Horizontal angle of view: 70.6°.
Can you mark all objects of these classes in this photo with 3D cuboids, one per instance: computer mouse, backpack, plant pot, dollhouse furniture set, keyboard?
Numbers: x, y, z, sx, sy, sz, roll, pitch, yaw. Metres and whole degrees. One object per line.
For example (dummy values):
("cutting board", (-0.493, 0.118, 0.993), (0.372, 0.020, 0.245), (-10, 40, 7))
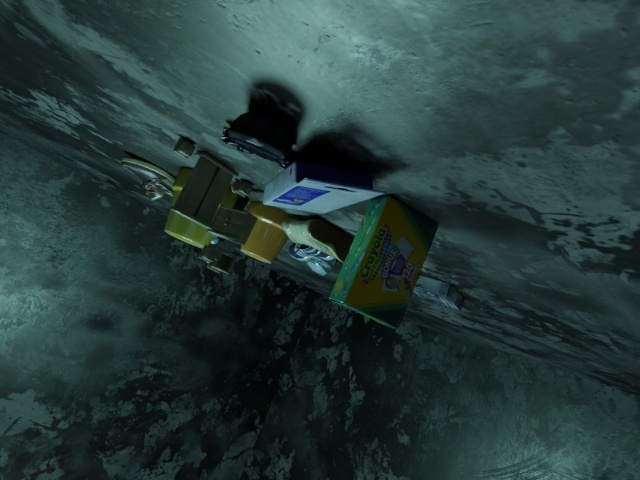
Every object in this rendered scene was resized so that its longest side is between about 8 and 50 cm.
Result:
("computer mouse", (-0.124, -0.218, 0.944), (0.189, 0.072, 0.272), (22, -178, -8))
("backpack", (0.006, 0.090, 2.035), (0.152, 0.115, 0.182), (26, 166, -5))
("plant pot", (-0.454, -0.107, 1.687), (0.254, 0.238, 0.254), (22, 168, 5))
("dollhouse furniture set", (-0.397, -0.101, 1.427), (0.174, 0.303, 0.356), (14, 166, 43))
("keyboard", (-0.314, -0.074, 1.690), (0.038, 0.192, 0.100), (32, -179, 4))
("plant pot", (-0.212, -0.021, 1.737), (0.205, 0.187, 0.205), (22, 169, 5))

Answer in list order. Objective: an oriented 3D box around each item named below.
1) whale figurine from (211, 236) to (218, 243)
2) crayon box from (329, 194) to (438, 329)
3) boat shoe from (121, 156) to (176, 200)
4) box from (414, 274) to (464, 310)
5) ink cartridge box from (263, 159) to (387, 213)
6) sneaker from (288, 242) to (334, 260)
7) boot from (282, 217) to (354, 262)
("whale figurine", (-0.462, -0.095, 1.895), (0.141, 0.216, 0.272), (-25, 170, 19))
("crayon box", (0.155, 0.051, 1.090), (0.166, 0.278, 0.081), (27, 170, -23))
("boat shoe", (-0.667, -0.223, 1.863), (0.342, 0.123, 0.123), (31, 167, -36))
("box", (0.459, 0.205, 1.813), (0.183, 0.056, 0.231), (15, 166, 35))
("ink cartridge box", (-0.007, -0.120, 1.042), (0.176, 0.069, 0.371), (7, 177, -19))
("sneaker", (-0.072, 0.019, 1.877), (0.153, 0.099, 0.282), (26, 163, -40))
("boot", (0.000, 0.000, 1.653), (0.262, 0.095, 0.204), (32, 166, -34))
